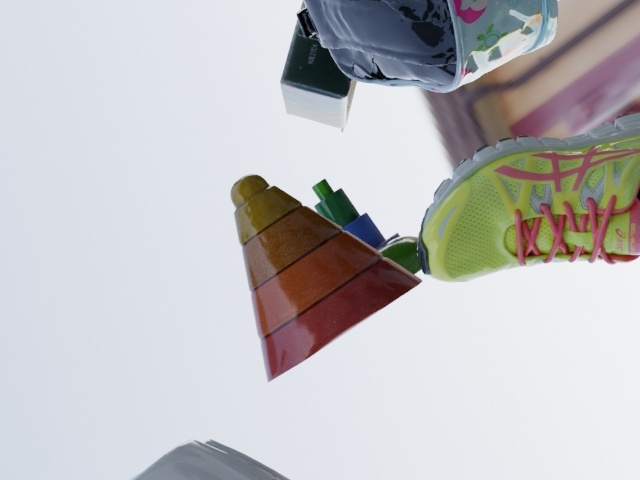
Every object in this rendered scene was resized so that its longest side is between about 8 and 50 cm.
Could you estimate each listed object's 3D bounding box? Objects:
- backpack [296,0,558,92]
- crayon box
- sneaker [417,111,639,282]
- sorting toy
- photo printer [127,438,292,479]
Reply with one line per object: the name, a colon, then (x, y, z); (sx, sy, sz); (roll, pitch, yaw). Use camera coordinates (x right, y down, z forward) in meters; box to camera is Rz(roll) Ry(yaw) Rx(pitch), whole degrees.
backpack: (0.087, -0.235, 1.270); (0.191, 0.253, 0.225); (-24, -71, -13)
crayon box: (0.018, -0.248, 1.900); (0.081, 0.318, 0.202); (15, -94, 2)
sneaker: (0.160, -0.019, 0.999); (0.208, 0.081, 0.094); (-22, -142, -16)
sorting toy: (0.000, 0.000, 1.161); (0.126, 0.127, 0.365); (56, -171, 0)
photo printer: (-0.066, 0.265, 0.729); (0.256, 0.307, 0.107); (45, -175, 16)
